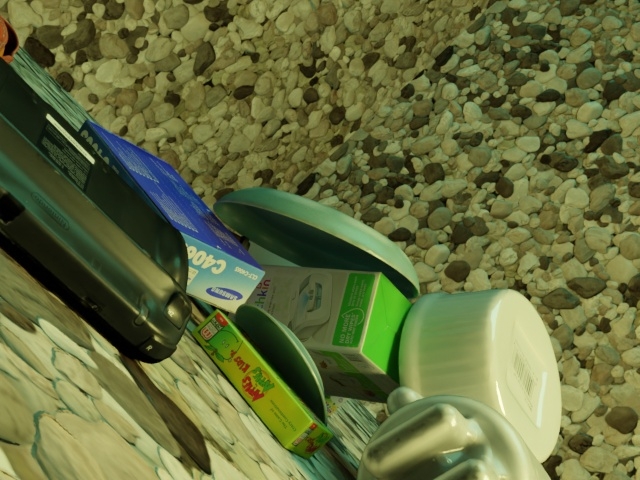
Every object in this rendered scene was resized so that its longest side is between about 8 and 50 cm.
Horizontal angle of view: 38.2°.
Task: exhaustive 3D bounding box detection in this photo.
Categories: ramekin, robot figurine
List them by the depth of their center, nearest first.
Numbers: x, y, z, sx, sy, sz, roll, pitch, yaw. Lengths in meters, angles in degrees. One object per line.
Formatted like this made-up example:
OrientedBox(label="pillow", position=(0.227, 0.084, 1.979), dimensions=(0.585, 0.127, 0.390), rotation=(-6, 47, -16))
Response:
OrientedBox(label="robot figurine", position=(0.169, 0.308, 1.084), dimensions=(0.353, 0.199, 0.300), rotation=(50, 13, -55))
OrientedBox(label="ramekin", position=(0.239, 0.200, 1.325), dimensions=(0.277, 0.135, 0.277), rotation=(28, 55, -50))

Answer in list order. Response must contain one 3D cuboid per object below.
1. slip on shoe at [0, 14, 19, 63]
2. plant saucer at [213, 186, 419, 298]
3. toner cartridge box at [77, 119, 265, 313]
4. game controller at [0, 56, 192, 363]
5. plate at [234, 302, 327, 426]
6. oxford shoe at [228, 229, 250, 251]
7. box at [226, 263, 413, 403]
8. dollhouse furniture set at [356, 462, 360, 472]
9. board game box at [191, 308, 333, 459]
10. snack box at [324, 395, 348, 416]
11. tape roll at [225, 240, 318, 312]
OrientedBox(label="slip on shoe", position=(-0.345, -0.187, 0.846), dimensions=(0.123, 0.101, 0.331), rotation=(49, -2, -11))
OrientedBox(label="plant saucer", position=(0.000, 0.000, 1.316), dimensions=(0.317, 0.044, 0.317), rotation=(23, -12, 5))
OrientedBox(label="toner cartridge box", position=(-0.228, -0.040, 1.294), dimensions=(0.165, 0.075, 0.348), rotation=(27, 12, -42))
OrientedBox(label="game controller", position=(-0.212, -0.043, 0.708), dimensions=(0.319, 0.067, 0.166), rotation=(49, 10, -29))
OrientedBox(label="plate", position=(-0.043, 0.156, 1.140), dimensions=(0.188, 0.024, 0.188), rotation=(41, -32, 33))
OrientedBox(label="oxford shoe", position=(-0.172, 0.008, 1.394), dimensions=(0.096, 0.083, 0.227), rotation=(35, -8, -21))
OrientedBox(label="box", position=(0.024, 0.147, 1.373), dimensions=(0.231, 0.127, 0.262), rotation=(3, -24, 31))
OrientedBox(label="dollhouse furniture set", position=(0.130, 0.364, 1.348), dimensions=(0.129, 0.129, 0.183), rotation=(48, 22, -1))
OrientedBox(label="board game box", position=(-0.068, 0.168, 1.079), dimensions=(0.181, 0.043, 0.092), rotation=(46, -3, 26))
OrientedBox(label="snack box", position=(0.016, 0.257, 1.696), dimensions=(0.037, 0.100, 0.141), rotation=(48, -2, -21))
OrientedBox(label="tape roll", position=(-0.028, 0.102, 1.603), dimensions=(0.286, 0.100, 0.286), rotation=(16, -29, 9))
